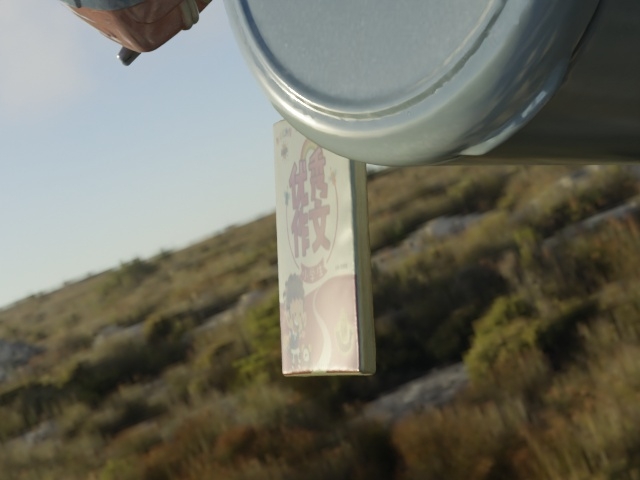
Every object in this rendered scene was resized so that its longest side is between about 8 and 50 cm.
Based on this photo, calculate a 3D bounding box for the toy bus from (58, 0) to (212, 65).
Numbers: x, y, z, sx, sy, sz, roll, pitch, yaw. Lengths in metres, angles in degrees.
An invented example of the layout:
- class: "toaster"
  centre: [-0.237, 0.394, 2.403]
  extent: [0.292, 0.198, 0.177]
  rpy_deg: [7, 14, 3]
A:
- class: "toy bus"
  centre: [-0.173, -0.338, 1.451]
  extent: [0.294, 0.197, 0.232]
  rpy_deg: [-53, -27, -16]

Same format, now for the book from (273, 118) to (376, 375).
- class: "book"
  centre: [0.000, 0.000, 1.159]
  extent: [0.022, 0.231, 0.162]
  rpy_deg: [-1, -5, -26]

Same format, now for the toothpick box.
- class: "toothpick box"
  centre: [0.143, -0.147, 0.692]
  extent: [0.355, 0.263, 0.263]
  rpy_deg: [-2, -12, -41]
